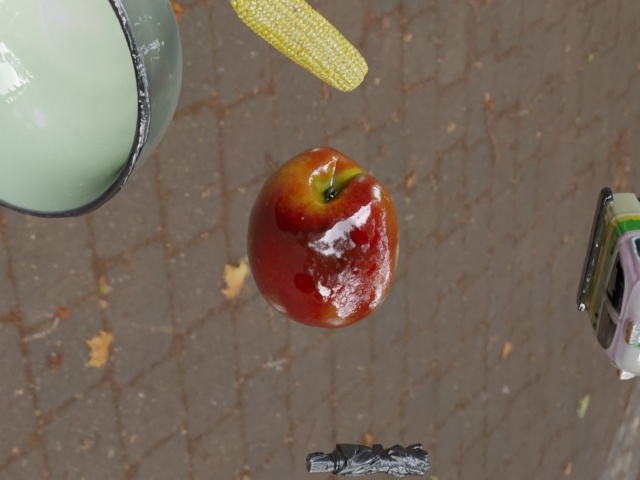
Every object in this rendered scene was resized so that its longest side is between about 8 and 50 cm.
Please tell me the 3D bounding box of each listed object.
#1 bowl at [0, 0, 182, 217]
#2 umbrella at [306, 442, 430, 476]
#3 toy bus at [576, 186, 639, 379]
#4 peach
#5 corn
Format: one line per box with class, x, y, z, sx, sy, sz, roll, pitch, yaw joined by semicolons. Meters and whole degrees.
bowl;-0.285;-0.217;1.168;0.185;0.354;0.354;-44;139;-50
umbrella;0.088;0.412;2.008;0.236;0.066;0.059;2;108;-18
toy bus;0.418;0.055;1.031;0.179;0.305;0.143;-82;178;-61
peach;0.000;0.000;1.437;0.243;0.199;0.243;176;-90;-78
corn;-0.027;-0.252;1.302;0.206;0.067;0.067;36;70;-27
